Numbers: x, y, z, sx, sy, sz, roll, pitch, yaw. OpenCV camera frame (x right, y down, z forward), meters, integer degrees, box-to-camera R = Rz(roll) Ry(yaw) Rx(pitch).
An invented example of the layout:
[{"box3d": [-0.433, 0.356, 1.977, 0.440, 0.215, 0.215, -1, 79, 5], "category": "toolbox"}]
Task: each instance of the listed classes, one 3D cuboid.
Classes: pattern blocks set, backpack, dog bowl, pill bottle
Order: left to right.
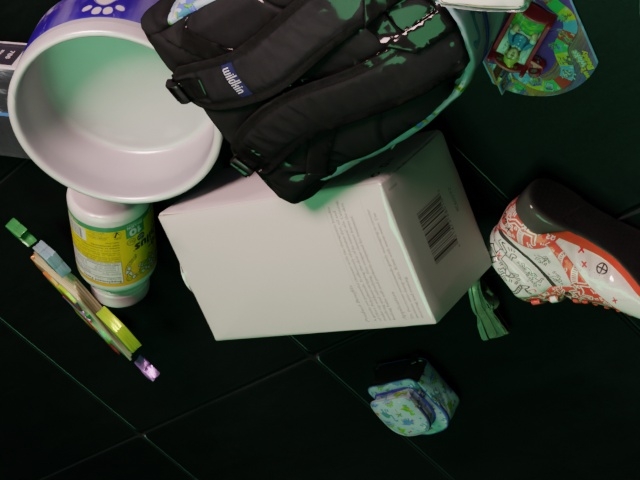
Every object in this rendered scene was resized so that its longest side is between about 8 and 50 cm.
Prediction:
[{"box3d": [-0.352, 0.095, 2.137, 0.325, 0.026, 0.285, 53, 165, -31], "category": "pattern blocks set"}, {"box3d": [-0.291, -0.002, 2.031, 0.117, 0.118, 0.208, 18, 140, 13], "category": "pill bottle"}, {"box3d": [-0.244, -0.177, 1.769, 0.264, 0.104, 0.265, 4, 133, 4], "category": "dog bowl"}, {"box3d": [0.029, -0.228, 1.517, 0.290, 0.273, 0.355, 49, 152, -13], "category": "backpack"}, {"box3d": [0.134, 0.233, 2.064, 0.105, 0.084, 0.114, -20, 124, 45], "category": "backpack"}]

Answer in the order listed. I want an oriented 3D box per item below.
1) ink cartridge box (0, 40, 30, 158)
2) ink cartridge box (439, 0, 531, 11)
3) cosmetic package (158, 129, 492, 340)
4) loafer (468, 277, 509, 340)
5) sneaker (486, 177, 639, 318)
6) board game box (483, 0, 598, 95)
[{"box3d": [-0.383, -0.185, 1.931, 0.332, 0.065, 0.165, 6, 136, 24], "category": "ink cartridge box"}, {"box3d": [0.172, -0.335, 1.312, 0.092, 0.218, 0.159, 7, 136, 25], "category": "ink cartridge box"}, {"box3d": [0.000, 0.000, 1.788, 0.365, 0.155, 0.197, -5, 115, 40], "category": "cosmetic package"}, {"box3d": [0.221, 0.085, 1.890, 0.039, 0.045, 0.125, -7, 139, 13], "category": "loafer"}, {"box3d": [0.329, 0.043, 1.740, 0.270, 0.090, 0.145, 34, 142, -2], "category": "sneaker"}, {"box3d": [0.221, -0.214, 1.563, 0.133, 0.033, 0.169, -5, 131, 35], "category": "board game box"}]
